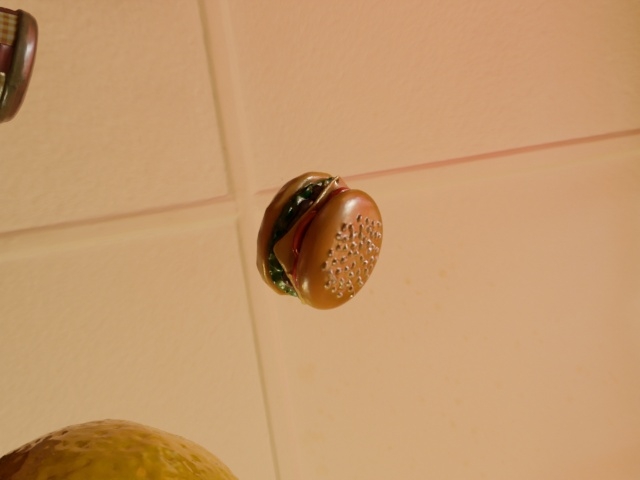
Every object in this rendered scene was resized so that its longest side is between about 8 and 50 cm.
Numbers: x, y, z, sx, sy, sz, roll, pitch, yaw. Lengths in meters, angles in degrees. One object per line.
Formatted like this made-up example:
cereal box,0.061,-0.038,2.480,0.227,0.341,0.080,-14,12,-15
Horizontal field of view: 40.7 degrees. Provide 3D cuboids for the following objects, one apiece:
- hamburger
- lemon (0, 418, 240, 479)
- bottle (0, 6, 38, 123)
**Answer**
hamburger,0.000,0.000,1.003,0.115,0.162,0.162,21,-86,34
lemon,-0.182,0.320,0.739,0.336,0.336,0.336,0,-86,-3
bottle,-0.459,-0.224,0.941,0.271,0.156,0.143,13,-125,-29
